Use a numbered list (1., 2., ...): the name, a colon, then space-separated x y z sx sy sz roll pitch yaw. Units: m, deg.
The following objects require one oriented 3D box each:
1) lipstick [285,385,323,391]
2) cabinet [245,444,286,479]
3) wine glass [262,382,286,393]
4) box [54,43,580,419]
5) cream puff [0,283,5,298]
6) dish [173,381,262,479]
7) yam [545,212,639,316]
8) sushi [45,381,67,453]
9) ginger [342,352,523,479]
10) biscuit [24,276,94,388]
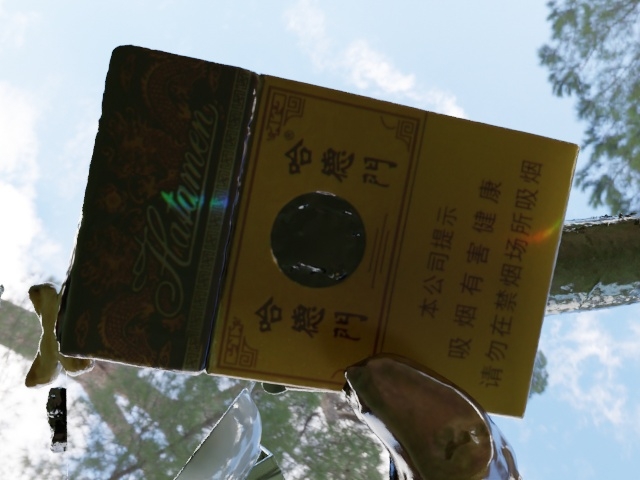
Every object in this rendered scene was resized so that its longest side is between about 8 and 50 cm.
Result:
1. lipstick: -0.006 0.257 1.135 0.145 0.045 0.045 -14 -113 50
2. cabinet: -0.117 0.508 1.125 0.145 0.150 0.206 -26 -90 -19
3. wine glass: -0.129 0.267 1.466 0.093 0.202 0.092 -12 -145 8
4. box: -0.001 0.000 0.567 0.416 0.116 0.264 12 -88 -9
5. cream puff: -0.584 0.125 0.798 0.291 0.257 0.324 -16 -120 45
6. dish: -0.152 0.343 0.981 0.086 0.228 0.236 38 -89 2
7. yam: 0.417 0.043 1.046 0.305 0.168 0.167 -7 -122 -4
8. sushi: -0.619 0.421 1.444 0.231 0.047 0.219 -158 -110 -66
9. ginger: 0.097 0.226 0.483 0.107 0.309 0.133 -18 -149 -22
10. biscuit: -0.493 0.165 1.171 0.164 0.047 0.207 -20 -114 23
